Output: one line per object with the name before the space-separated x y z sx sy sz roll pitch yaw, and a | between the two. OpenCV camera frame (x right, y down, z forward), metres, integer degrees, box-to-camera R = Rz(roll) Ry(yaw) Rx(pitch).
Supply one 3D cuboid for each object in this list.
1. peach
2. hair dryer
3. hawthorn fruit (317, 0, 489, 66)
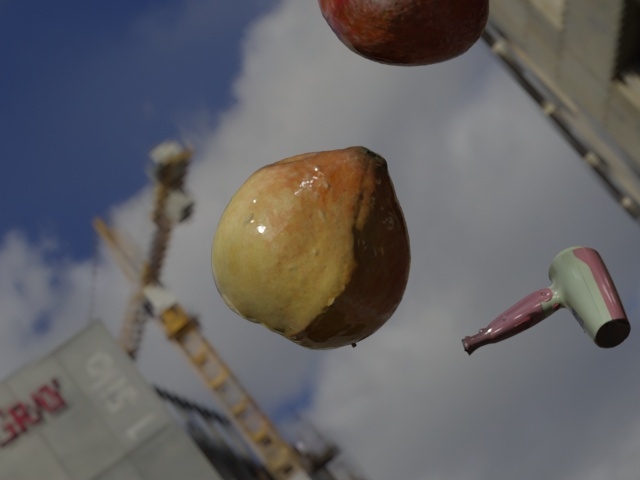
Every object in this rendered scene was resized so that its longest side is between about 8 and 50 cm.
peach | 0.000 0.000 1.998 0.232 0.232 0.232 -31 -27 -18
hair dryer | 0.207 0.074 1.744 0.154 0.106 0.054 -22 -49 6
hawthorn fruit | 0.087 -0.245 1.783 0.173 0.173 0.173 -31 -27 -18
